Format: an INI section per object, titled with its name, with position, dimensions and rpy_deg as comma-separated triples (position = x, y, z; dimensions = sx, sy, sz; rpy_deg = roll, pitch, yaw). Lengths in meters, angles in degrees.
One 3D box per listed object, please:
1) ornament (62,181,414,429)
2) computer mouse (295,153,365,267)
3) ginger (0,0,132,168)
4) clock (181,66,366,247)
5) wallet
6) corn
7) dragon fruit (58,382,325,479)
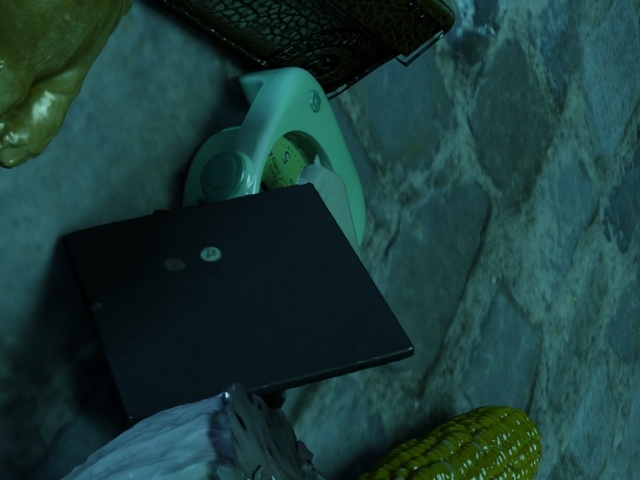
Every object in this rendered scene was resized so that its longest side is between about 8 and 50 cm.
[ornament]
position = -0.055, 0.093, 0.808
dimensions = 0.166, 0.153, 0.196
rpy_deg = -119, -156, -45
[computer mouse]
position = 0.000, 0.000, 0.892
dimensions = 0.056, 0.032, 0.110
rpy_deg = -13, 91, -60
[ginger]
position = -0.164, -0.141, 0.651
dimensions = 0.157, 0.102, 0.216
rpy_deg = -52, 144, -13
[clock]
position = -0.037, -0.015, 0.921
dimensions = 0.189, 0.060, 0.148
rpy_deg = -60, 139, -45
[wallet]
position = -0.014, -0.158, 0.904
dimensions = 0.243, 0.132, 0.039
rpy_deg = 26, 39, -59
[corn]
position = 0.103, 0.200, 1.129
dimensions = 0.313, 0.101, 0.102
rpy_deg = -11, 97, -64
[dragon fruit]
position = -0.085, 0.212, 0.660
dimensions = 0.283, 0.221, 0.204
rpy_deg = 49, 16, -59
